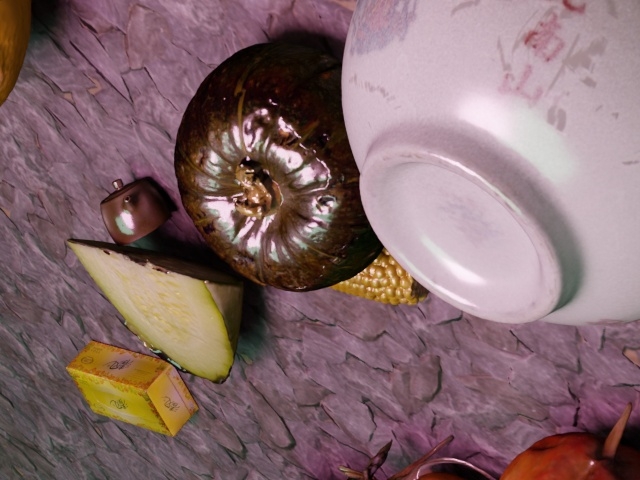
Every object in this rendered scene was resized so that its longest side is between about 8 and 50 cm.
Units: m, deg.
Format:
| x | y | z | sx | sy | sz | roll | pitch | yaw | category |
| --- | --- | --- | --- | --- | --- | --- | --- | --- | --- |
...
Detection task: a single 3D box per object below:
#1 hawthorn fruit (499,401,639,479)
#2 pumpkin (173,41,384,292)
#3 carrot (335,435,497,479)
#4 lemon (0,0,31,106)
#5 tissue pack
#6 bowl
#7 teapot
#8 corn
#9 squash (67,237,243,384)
| x | y | z | sx | sy | sz | roll | pitch | yaw | category |
| --- | --- | --- | --- | --- | --- | --- | --- | --- | --- |
| 0.265 | 0.277 | 1.506 | 0.210 | 0.210 | 0.262 | 22 | 126 | 30 | hawthorn fruit |
| -0.034 | -0.064 | 1.410 | 0.238 | 0.159 | 0.238 | 16 | 118 | 33 | pumpkin |
| 0.148 | 0.364 | 1.710 | 0.331 | 0.193 | 0.214 | 28 | 125 | 6 | carrot |
| -0.460 | -0.235 | 1.545 | 0.348 | 0.348 | 0.348 | 28 | 146 | 21 | lemon |
| -0.266 | 0.208 | 2.124 | 0.176 | 0.062 | 0.095 | 11 | 137 | 41 | tissue pack |
| 0.156 | -0.063 | 1.178 | 0.435 | 0.196 | 0.435 | 31 | 151 | 19 | bowl |
| -0.222 | -0.042 | 1.765 | 0.068 | 0.076 | 0.121 | 61 | 175 | -12 | teapot |
| -0.003 | 0.000 | 1.551 | 0.260 | 0.091 | 0.091 | 18 | 108 | 27 | corn |
| -0.173 | 0.096 | 1.780 | 0.237 | 0.155 | 0.204 | 19 | -174 | 37 | squash |
